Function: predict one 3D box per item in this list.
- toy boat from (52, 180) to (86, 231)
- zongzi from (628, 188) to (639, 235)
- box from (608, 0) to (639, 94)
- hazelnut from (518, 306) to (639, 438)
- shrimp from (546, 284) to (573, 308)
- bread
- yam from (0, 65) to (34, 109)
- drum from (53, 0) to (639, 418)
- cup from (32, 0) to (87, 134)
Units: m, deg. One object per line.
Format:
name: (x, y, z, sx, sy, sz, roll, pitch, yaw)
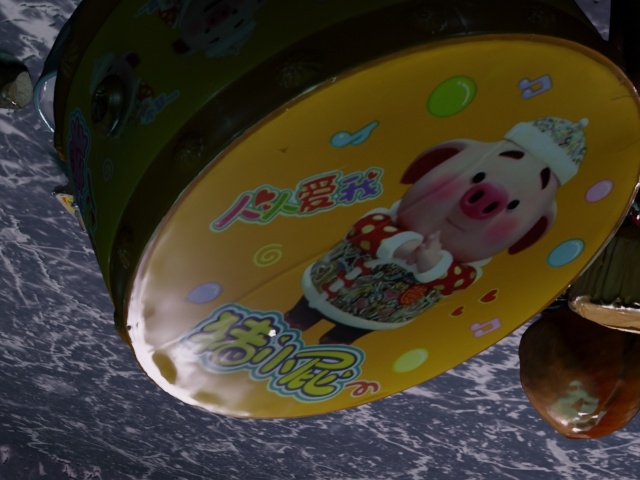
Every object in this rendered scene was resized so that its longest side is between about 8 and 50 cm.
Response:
toy boat: (-0.278, -0.023, 1.507, 0.084, 0.066, 0.210, 10, 154, 13)
zongzi: (0.350, -0.026, 1.217, 0.083, 0.067, 0.073, 31, 167, 7)
box: (0.334, -0.198, 0.797, 0.263, 0.108, 0.404, 7, 153, 15)
hazelnut: (0.343, 0.170, 1.466, 0.182, 0.182, 0.182, 11, 154, 6)
shrimp: (0.233, 0.051, 1.392, 0.233, 0.079, 0.090, 10, 116, -3)
bread: (0.380, 0.049, 1.270, 0.191, 0.114, 0.132, 15, 165, 19)
yam: (-0.458, -0.184, 1.287, 0.274, 0.061, 0.061, 9, 154, 9)
drum: (0.018, -0.064, 0.883, 0.431, 0.214, 0.431, -18, 145, -13)
cup: (-0.148, -0.167, 1.026, 0.167, 0.173, 0.300, 30, 147, -27)
